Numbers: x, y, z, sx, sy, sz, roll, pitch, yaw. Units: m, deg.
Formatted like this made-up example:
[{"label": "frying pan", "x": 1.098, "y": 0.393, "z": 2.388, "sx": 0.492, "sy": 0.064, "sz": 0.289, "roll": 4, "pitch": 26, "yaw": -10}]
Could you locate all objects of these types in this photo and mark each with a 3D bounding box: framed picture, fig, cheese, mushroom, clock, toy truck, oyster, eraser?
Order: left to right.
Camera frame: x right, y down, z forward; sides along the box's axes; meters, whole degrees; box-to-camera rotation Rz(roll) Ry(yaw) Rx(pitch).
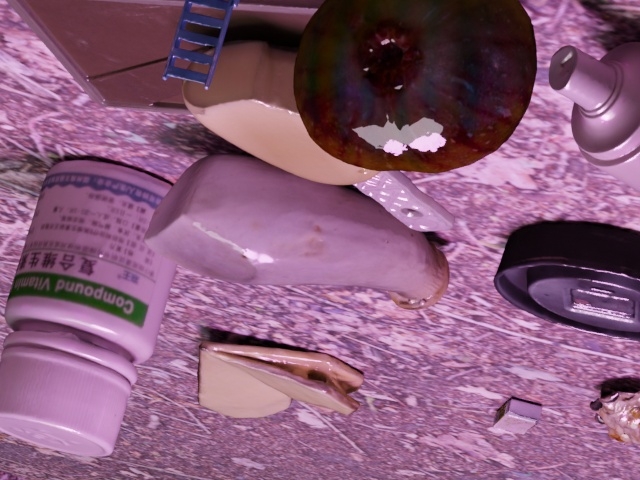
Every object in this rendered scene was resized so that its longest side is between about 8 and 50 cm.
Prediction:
[{"label": "framed picture", "x": -0.079, "y": -0.130, "z": 1.402, "sx": 0.260, "sy": 0.023, "sz": 0.189, "roll": 7, "pitch": 161, "yaw": 22}, {"label": "toy truck", "x": -0.061, "y": -0.159, "z": 1.113, "sx": 0.063, "sy": 0.136, "sz": 0.074, "roll": 14, "pitch": 162, "yaw": 6}, {"label": "mushroom", "x": 0.000, "y": 0.000, "z": 1.614, "sx": 0.270, "sy": 0.103, "sz": 0.118, "roll": 16, "pitch": 162, "yaw": -25}, {"label": "cheese", "x": 0.019, "y": -0.064, "z": 1.409, "sx": 0.127, "sy": 0.050, "sz": 0.255, "roll": -4, "pitch": 153, "yaw": 38}, {"label": "fig", "x": 0.070, "y": -0.100, "z": 1.242, "sx": 0.149, "sy": 0.149, "sz": 0.245, "roll": 10, "pitch": 180, "yaw": 13}, {"label": "eraser", "x": 0.214, "y": 0.191, "z": 2.149, "sx": 0.038, "sy": 0.019, "sz": 0.083, "roll": 17, "pitch": 162, "yaw": -3}, {"label": "clock", "x": 0.236, "y": 0.036, "z": 1.632, "sx": 0.184, "sy": 0.040, "sz": 0.184, "roll": 13, "pitch": 163, "yaw": 4}, {"label": "oyster", "x": 0.345, "y": 0.186, "z": 1.947, "sx": 0.163, "sy": 0.081, "sz": 0.191, "roll": 17, "pitch": 159, "yaw": 5}]

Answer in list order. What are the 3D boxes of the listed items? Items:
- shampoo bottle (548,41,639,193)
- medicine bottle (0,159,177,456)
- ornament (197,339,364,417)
[{"label": "shampoo bottle", "x": 0.262, "y": -0.049, "z": 1.274, "sx": 0.303, "sy": 0.092, "sz": 0.092, "roll": 25, "pitch": 159, "yaw": -30}, {"label": "medicine bottle", "x": -0.205, "y": 0.060, "z": 1.723, "sx": 0.139, "sy": 0.237, "sz": 0.139, "roll": 14, "pitch": 163, "yaw": 4}, {"label": "ornament", "x": -0.068, "y": 0.147, "z": 2.182, "sx": 0.201, "sy": 0.059, "sz": 0.180, "roll": -7, "pitch": 152, "yaw": 42}]
